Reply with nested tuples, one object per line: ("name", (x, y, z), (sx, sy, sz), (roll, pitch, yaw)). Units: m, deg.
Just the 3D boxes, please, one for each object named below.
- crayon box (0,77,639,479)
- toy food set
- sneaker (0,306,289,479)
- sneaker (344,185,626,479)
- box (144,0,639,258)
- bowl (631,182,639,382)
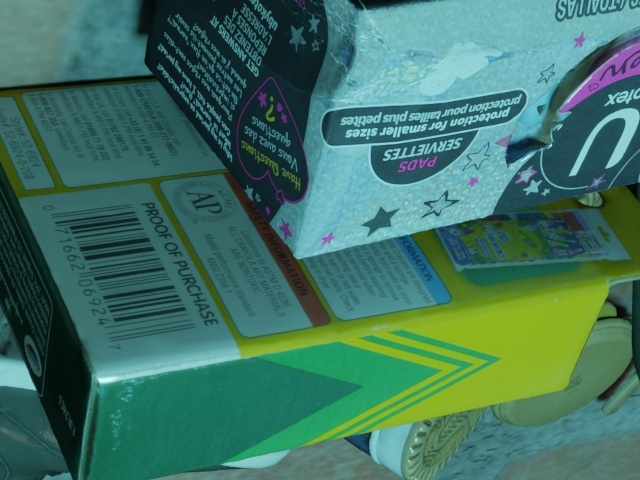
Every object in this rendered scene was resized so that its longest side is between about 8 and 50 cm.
("crayon box", (0.000, 0.000, 0.778), (0.323, 0.203, 0.083), (-9, 135, -26))
("toy food set", (0.181, 0.089, 1.123), (0.192, 0.038, 0.132), (0, 138, -40))
("sneaker", (-0.163, 0.111, 0.871), (0.296, 0.104, 0.147), (19, 121, -36))
("sneaker", (0.071, 0.013, 0.938), (0.282, 0.153, 0.099), (-46, 147, -34))
("box", (0.066, -0.108, 0.730), (0.247, 0.163, 0.142), (-13, 138, -30))
("bowl", (0.320, -0.023, 0.927), (0.312, 0.311, 0.163), (-31, 121, -2))
